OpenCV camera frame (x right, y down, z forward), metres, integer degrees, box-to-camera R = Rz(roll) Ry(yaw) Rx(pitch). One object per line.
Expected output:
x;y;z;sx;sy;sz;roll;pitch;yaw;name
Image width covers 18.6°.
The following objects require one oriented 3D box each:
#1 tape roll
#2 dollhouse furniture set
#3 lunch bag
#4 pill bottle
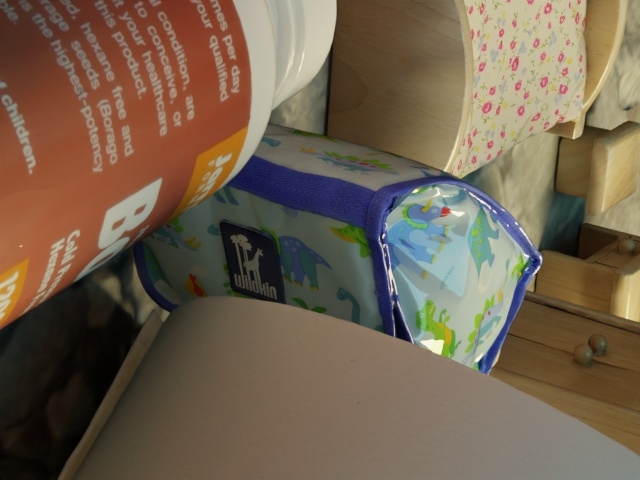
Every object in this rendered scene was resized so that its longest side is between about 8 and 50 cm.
0.039;0.136;0.763;0.100;0.286;0.286;-62;148;-18;tape roll
0.157;-0.068;0.964;0.303;0.174;0.355;-27;127;-52;dollhouse furniture set
0.000;0.000;0.782;0.096;0.129;0.151;-66;150;-13;lunch bag
-0.091;-0.049;0.613;0.216;0.121;0.121;-35;133;-46;pill bottle
